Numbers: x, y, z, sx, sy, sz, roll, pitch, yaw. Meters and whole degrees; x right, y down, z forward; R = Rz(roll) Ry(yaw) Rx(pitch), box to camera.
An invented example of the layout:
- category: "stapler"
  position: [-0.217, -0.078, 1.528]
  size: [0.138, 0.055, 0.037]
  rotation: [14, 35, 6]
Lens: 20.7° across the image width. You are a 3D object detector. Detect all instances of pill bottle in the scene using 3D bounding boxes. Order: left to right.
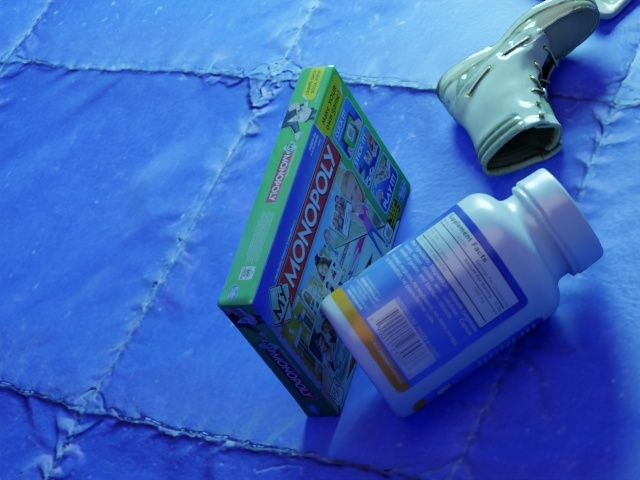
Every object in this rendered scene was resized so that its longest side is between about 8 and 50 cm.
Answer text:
- category: "pill bottle"
  position: [0.149, 0.047, 1.805]
  size: [0.272, 0.152, 0.152]
  rotation: [-35, 43, -1]

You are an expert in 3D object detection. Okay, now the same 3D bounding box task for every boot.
- category: "boot"
  position: [0.249, -0.176, 1.994]
  size: [0.213, 0.077, 0.165]
  rotation: [-33, 42, 9]

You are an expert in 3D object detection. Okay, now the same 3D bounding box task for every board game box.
- category: "board game box"
  position: [0.000, 0.000, 1.893]
  size: [0.046, 0.213, 0.317]
  rotation: [-2, 53, 30]

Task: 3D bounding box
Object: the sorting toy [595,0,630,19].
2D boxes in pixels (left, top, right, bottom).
- category: "sorting toy"
  position: [0.349, -0.371, 2.130]
  size: [0.208, 0.038, 0.193]
  rotation: [-43, 44, -9]
